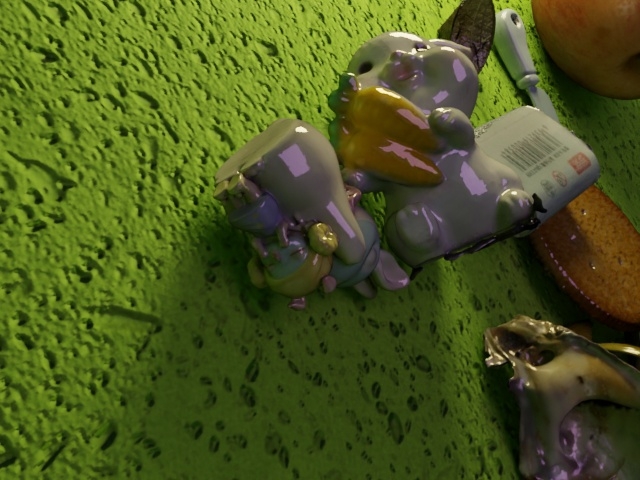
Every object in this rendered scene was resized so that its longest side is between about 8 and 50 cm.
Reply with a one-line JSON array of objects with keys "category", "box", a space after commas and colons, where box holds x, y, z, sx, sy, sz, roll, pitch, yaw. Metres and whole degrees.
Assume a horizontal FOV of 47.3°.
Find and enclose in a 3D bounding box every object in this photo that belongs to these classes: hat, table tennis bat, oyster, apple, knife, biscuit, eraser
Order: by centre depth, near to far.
[{"category": "oyster", "box": [0.330, 0.231, 0.888, 0.100, 0.275, 0.270, 53, 43, -68]}, {"category": "eraser", "box": [0.290, -0.109, 1.062, 0.174, 0.081, 0.227, 42, 44, 20]}, {"category": "table tennis bat", "box": [0.466, 0.195, 1.077, 0.022, 0.131, 0.234, 12, 29, 14]}, {"category": "biscuit", "box": [0.423, 0.010, 1.150, 0.305, 0.038, 0.305, 22, 47, -25]}, {"category": "hat", "box": [0.213, -0.326, 1.158, 0.146, 0.067, 0.146, -31, 132, -43]}, {"category": "knife", "box": [0.381, -0.248, 1.277, 0.080, 0.044, 0.331, -24, 91, -49]}, {"category": "apple", "box": [0.562, -0.431, 1.313, 0.364, 0.364, 0.363, 20, 56, -33]}]

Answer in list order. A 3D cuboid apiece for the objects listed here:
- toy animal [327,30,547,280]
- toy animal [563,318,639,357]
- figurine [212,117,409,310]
[{"category": "toy animal", "box": [0.123, -0.124, 0.871, 0.247, 0.183, 0.309, 0, 65, -66]}, {"category": "toy animal", "box": [0.361, 0.176, 1.000, 0.155, 0.219, 0.095, -14, 96, -7]}, {"category": "figurine", "box": [0.000, 0.000, 0.753, 0.235, 0.127, 0.155, 52, 23, -19]}]
